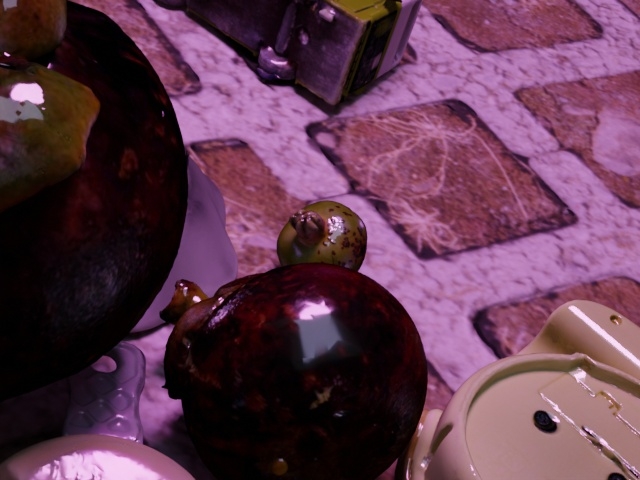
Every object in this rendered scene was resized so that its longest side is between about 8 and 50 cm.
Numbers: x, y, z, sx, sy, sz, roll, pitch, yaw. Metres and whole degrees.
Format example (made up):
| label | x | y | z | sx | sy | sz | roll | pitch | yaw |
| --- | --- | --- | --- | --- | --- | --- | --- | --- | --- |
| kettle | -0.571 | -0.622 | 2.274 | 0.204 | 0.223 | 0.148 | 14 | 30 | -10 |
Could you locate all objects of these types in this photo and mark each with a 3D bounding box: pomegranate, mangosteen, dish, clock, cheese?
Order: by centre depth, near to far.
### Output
| label | x | y | z | sx | sy | sz | roll | pitch | yaw |
| --- | --- | --- | --- | --- | --- | --- | --- | --- | --- |
| cheese | -0.136 | 0.162 | 0.895 | 0.163 | 0.082 | 0.286 | 8 | 38 | -16 |
| mangosteen | -0.227 | -0.045 | 0.902 | 0.311 | 0.311 | 0.311 | 12 | 40 | -10 |
| mangosteen | -0.015 | 0.086 | 0.973 | 0.173 | 0.172 | 0.184 | 11 | 15 | -11 |
| clock | 0.164 | 0.177 | 0.988 | 0.308 | 0.096 | 0.235 | -25 | 57 | -40 |
| dish | -0.161 | -0.036 | 1.111 | 0.229 | 0.081 | 0.229 | 11 | 40 | -10 |
| pomegranate | 0.004 | -0.001 | 1.136 | 0.073 | 0.084 | 0.073 | 7 | 50 | -8 |

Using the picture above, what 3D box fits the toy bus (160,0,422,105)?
| label | x | y | z | sx | sy | sz | roll | pitch | yaw |
| --- | --- | --- | --- | --- | --- | --- | --- | --- | --- |
| toy bus | -0.055 | -0.252 | 1.392 | 0.302 | 0.113 | 0.139 | 36 | 38 | 21 |
